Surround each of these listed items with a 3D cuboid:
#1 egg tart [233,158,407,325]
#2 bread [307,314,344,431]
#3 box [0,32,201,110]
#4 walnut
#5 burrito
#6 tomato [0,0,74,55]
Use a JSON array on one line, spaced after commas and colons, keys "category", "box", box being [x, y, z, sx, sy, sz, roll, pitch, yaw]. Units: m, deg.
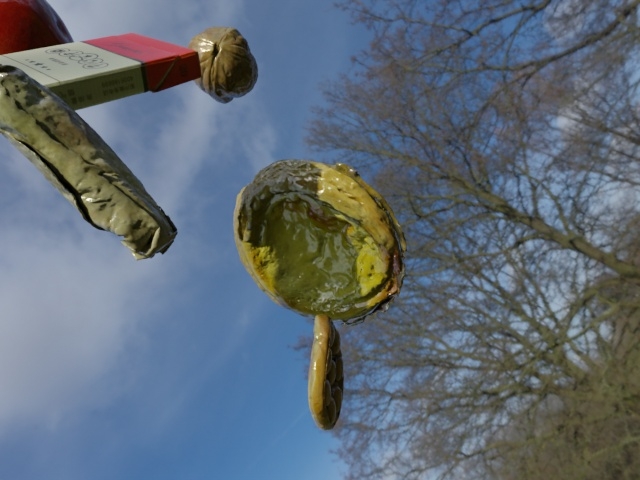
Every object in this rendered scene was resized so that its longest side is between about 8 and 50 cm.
[{"category": "egg tart", "box": [0.000, 0.000, 0.806, 0.095, 0.278, 0.279, -51, -23, -52]}, {"category": "bread", "box": [0.005, 0.127, 0.523, 0.110, 0.024, 0.110, -2, -90, -78]}, {"category": "box", "box": [-0.261, -0.168, 0.555, 0.245, 0.139, 0.035, -31, -46, -40]}, {"category": "walnut", "box": [-0.141, -0.254, 0.789, 0.105, 0.105, 0.124, -60, -5, 5]}, {"category": "burrito", "box": [-0.181, -0.058, 0.397, 0.045, 0.188, 0.058, -37, 12, 12]}, {"category": "tomato", "box": [-0.433, -0.277, 0.785, 0.136, 0.195, 0.195, -28, -31, 2]}]
